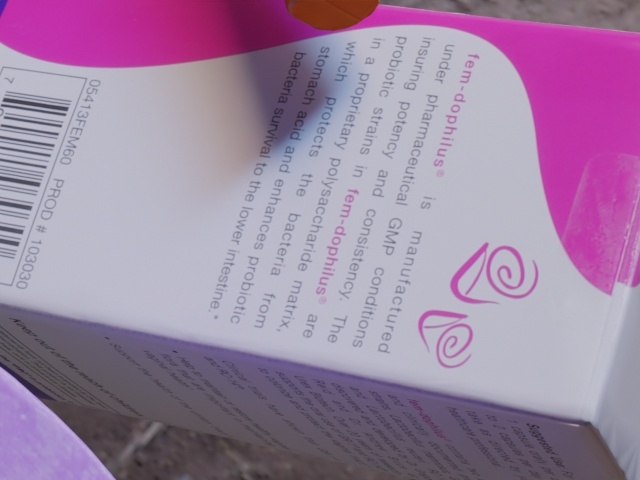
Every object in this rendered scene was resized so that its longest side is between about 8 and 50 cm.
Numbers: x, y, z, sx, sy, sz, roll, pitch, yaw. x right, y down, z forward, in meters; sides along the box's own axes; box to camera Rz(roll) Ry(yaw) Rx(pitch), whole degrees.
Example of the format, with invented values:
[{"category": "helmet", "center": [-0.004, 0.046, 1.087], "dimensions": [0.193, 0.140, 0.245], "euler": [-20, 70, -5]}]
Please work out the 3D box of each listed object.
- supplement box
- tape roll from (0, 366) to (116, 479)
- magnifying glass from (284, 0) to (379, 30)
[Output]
[{"category": "supplement box", "center": [0.000, 0.000, 0.544], "dimensions": [0.114, 0.220, 0.111], "euler": [50, 54, -58]}, {"category": "tape roll", "center": [-0.155, 0.138, 0.384], "dimensions": [0.275, 0.090, 0.274], "euler": [2, 81, -13]}, {"category": "magnifying glass", "center": [-0.024, -0.165, 0.520], "dimensions": [0.026, 0.231, 0.092], "euler": [-27, 156, 25]}]
